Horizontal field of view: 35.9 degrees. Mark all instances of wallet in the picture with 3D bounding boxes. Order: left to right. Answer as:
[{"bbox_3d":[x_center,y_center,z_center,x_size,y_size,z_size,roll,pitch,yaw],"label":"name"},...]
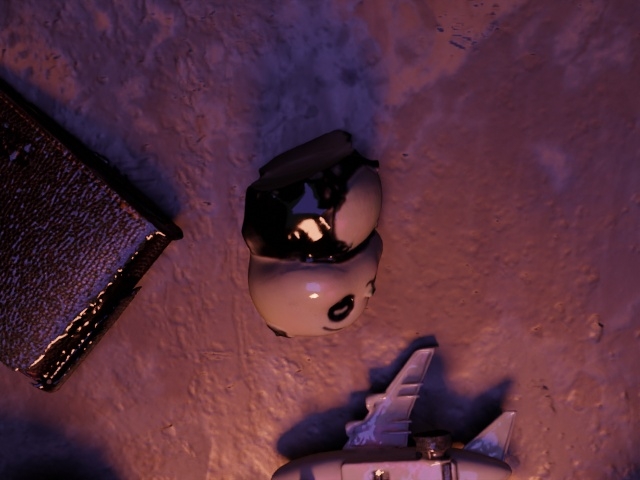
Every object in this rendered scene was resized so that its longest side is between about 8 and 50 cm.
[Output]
[{"bbox_3d":[-0.304,-0.007,1.004,0.262,0.071,0.221,40,100,4],"label":"wallet"}]

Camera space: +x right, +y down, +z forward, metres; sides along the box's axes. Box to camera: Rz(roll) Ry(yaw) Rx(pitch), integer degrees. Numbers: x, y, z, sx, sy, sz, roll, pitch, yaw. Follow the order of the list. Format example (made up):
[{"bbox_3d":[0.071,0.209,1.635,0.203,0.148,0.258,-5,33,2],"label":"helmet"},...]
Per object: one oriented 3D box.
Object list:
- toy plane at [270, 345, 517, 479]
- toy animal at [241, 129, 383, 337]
[{"bbox_3d":[0.074,0.236,0.993,0.256,0.101,0.250,-4,86,5],"label":"toy plane"},{"bbox_3d":[0.000,0.000,0.944,0.138,0.166,0.179,6,113,32],"label":"toy animal"}]
